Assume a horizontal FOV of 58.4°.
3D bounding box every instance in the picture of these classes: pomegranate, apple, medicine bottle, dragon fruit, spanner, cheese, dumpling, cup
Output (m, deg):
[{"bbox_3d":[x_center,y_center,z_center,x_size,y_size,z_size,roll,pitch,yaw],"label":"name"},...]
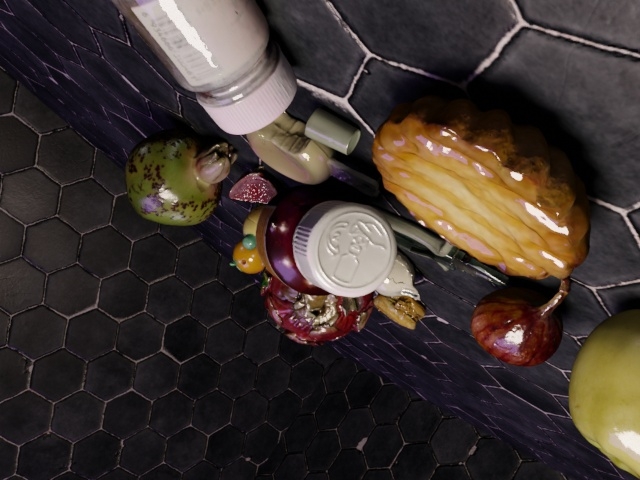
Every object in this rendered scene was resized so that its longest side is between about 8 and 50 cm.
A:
[{"bbox_3d":[-0.357,-0.183,1.547,0.340,0.285,0.285,-15,134,33],"label":"pomegranate"},{"bbox_3d":[0.507,0.236,0.853,0.262,0.262,0.262,34,165,10],"label":"apple"},{"bbox_3d":[-0.159,-0.298,0.828,0.165,0.165,0.273,24,162,38],"label":"medicine bottle"},{"bbox_3d":[-0.007,0.113,1.516,0.329,0.329,0.329,34,165,10],"label":"dragon fruit"},{"bbox_3d":[0.231,0.016,1.164,0.325,0.040,0.095,28,163,33],"label":"spanner"},{"bbox_3d":[-0.011,-0.160,1.100,0.286,0.082,0.163,27,164,22],"label":"cheese"},{"bbox_3d":[-0.161,-0.145,1.492,0.147,0.096,0.102,8,-178,-13],"label":"dragon fruit"},{"bbox_3d":[0.000,0.000,1.156,0.242,0.242,0.395,39,176,-10],"label":"medicine bottle"},{"bbox_3d":[0.170,0.076,1.389,0.188,0.108,0.127,37,-171,-2],"label":"dumpling"},{"bbox_3d":[0.022,-0.182,0.992,0.083,0.054,0.075,30,163,15],"label":"cup"}]

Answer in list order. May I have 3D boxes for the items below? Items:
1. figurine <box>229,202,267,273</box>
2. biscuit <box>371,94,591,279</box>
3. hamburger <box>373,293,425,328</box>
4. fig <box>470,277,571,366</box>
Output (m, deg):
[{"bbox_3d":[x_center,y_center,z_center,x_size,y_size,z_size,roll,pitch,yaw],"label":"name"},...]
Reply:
[{"bbox_3d":[-0.168,0.000,1.667,0.124,0.222,0.324,33,165,3],"label":"figurine"},{"bbox_3d":[0.219,-0.075,0.782,0.326,0.107,0.326,37,165,11],"label":"biscuit"},{"bbox_3d":[0.224,0.189,1.645,0.138,0.083,0.147,40,167,-29],"label":"hamburger"},{"bbox_3d":[0.380,0.159,1.051,0.149,0.148,0.202,41,164,-22],"label":"fig"}]
